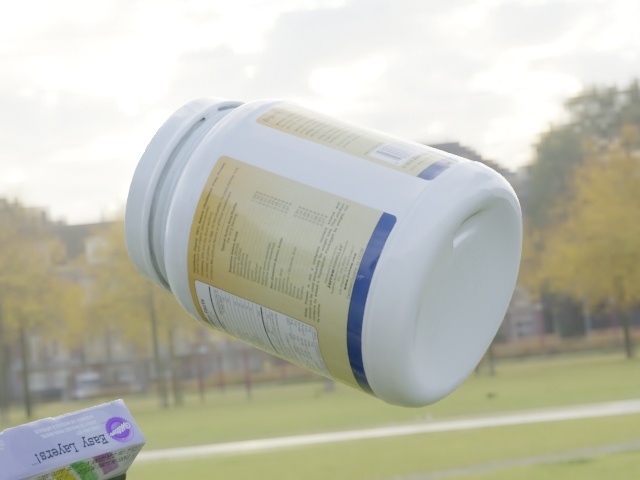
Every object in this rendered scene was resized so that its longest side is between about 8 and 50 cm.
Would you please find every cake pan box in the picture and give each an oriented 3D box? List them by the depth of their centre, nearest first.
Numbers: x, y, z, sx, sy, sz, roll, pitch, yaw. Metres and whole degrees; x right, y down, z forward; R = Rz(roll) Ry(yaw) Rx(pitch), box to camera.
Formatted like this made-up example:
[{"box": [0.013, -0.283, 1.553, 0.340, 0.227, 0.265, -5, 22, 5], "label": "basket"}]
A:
[{"box": [-0.344, 0.293, 1.863, 0.267, 0.070, 0.246, -12, -30, -42], "label": "cake pan box"}]

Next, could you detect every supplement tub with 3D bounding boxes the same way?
[{"box": [0.000, 0.000, 1.548, 0.316, 0.228, 0.228, 21, 10, 30], "label": "supplement tub"}]
